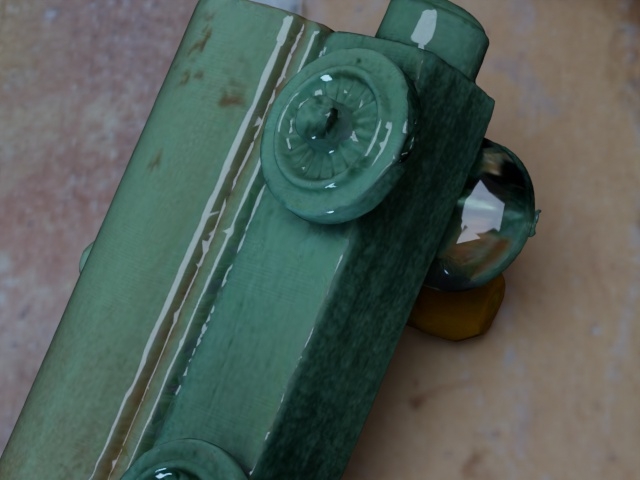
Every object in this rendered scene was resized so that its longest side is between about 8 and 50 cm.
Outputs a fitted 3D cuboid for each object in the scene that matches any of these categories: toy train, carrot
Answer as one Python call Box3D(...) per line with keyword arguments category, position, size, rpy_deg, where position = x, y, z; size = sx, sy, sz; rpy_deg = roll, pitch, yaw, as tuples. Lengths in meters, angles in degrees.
Box3D(category="toy train", position=(-0.035, 0.030, 0.598), size=(0.177, 0.116, 0.285), rpy_deg=(19, 86, 40))
Box3D(category="carrot", position=(0.000, 0.000, 0.664), size=(0.171, 0.042, 0.042), rpy_deg=(22, 73, 26))
